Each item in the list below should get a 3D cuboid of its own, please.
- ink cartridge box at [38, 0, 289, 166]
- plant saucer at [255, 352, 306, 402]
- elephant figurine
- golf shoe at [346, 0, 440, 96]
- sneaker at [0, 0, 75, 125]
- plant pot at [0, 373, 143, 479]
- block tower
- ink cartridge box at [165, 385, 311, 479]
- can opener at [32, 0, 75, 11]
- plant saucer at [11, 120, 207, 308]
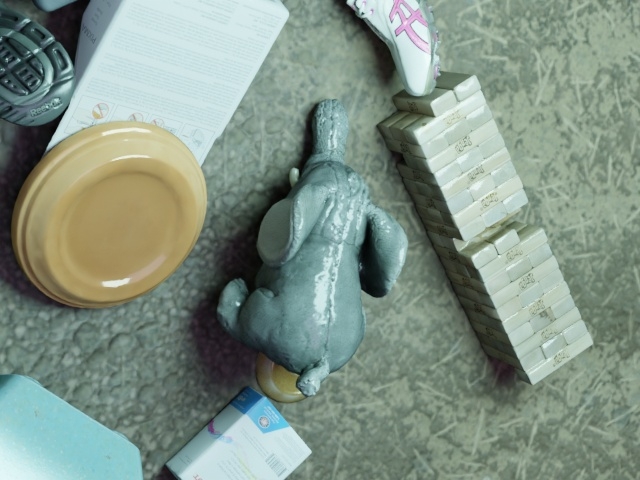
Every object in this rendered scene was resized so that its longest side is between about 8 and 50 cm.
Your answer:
[{"bbox_3d":[-0.157,-0.158,1.567,0.181,0.056,0.225,13,118,-42],"label":"ink cartridge box"},{"bbox_3d":[-0.027,0.133,1.727,0.083,0.015,0.083,-5,103,-24],"label":"plant saucer"},{"bbox_3d":[0.000,0.000,1.616,0.169,0.186,0.239,-7,121,-58],"label":"elephant figurine"},{"bbox_3d":[0.069,-0.232,1.661,0.086,0.067,0.186,-13,88,-11],"label":"golf shoe"},{"bbox_3d":[-0.338,-0.205,1.467,0.109,0.130,0.286,-40,92,-11],"label":"sneaker"},{"bbox_3d":[-0.306,0.262,1.510,0.247,0.248,0.252,36,67,-26],"label":"plant pot"},{"bbox_3d":[0.174,-0.013,1.748,0.091,0.097,0.335,-32,110,-15],"label":"block tower"},{"bbox_3d":[-0.086,0.227,1.699,0.122,0.052,0.088,-43,114,-12],"label":"ink cartridge box"},{"bbox_3d":[-0.158,-0.313,1.534,0.283,0.076,0.095,-27,130,-17],"label":"can opener"},{"bbox_3d":[-0.196,-0.018,1.573,0.200,0.037,0.200,-16,125,-24],"label":"plant saucer"}]
